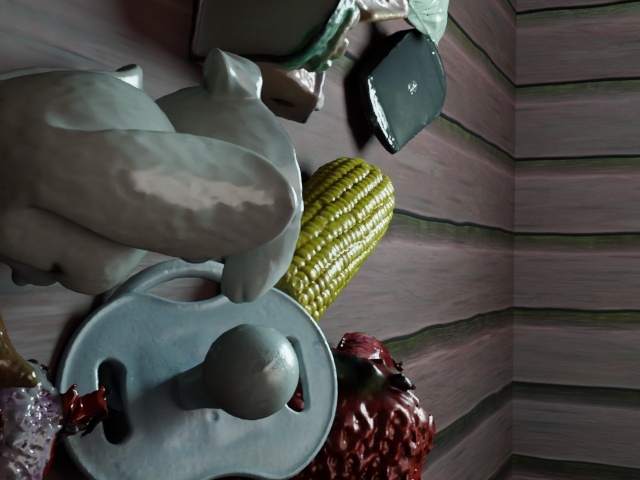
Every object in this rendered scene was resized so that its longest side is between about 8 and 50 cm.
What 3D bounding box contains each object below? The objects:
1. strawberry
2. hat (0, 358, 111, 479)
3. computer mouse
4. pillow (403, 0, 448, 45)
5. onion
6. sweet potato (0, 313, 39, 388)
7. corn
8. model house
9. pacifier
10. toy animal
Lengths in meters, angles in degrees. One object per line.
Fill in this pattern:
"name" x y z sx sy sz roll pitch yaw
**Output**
"strawberry" -0.010 0.259 0.954 0.258 0.261 0.261 -68 148 -34
"hat" -0.272 0.116 0.533 0.227 0.140 0.129 35 42 -47
"computer mouse" 0.136 -0.277 1.481 0.295 0.087 0.168 -48 124 -44
"pillow" 0.141 -0.514 1.388 0.310 0.138 0.284 24 58 -59
"onion" 0.072 0.231 1.267 0.184 0.147 0.184 4 90 -80
"sweet potato" -0.284 -0.058 0.509 0.095 0.106 0.355 -151 -136 -82
"corn" 0.000 0.000 1.108 0.387 0.143 0.144 -53 137 -55
"model house" -0.008 -0.281 1.006 0.237 0.202 0.237 28 65 -63
"pacifier" -0.091 0.119 0.760 0.287 0.226 0.239 1 76 -30
"toy animal" -0.169 -0.062 0.666 0.265 0.271 0.206 -5 124 -44
